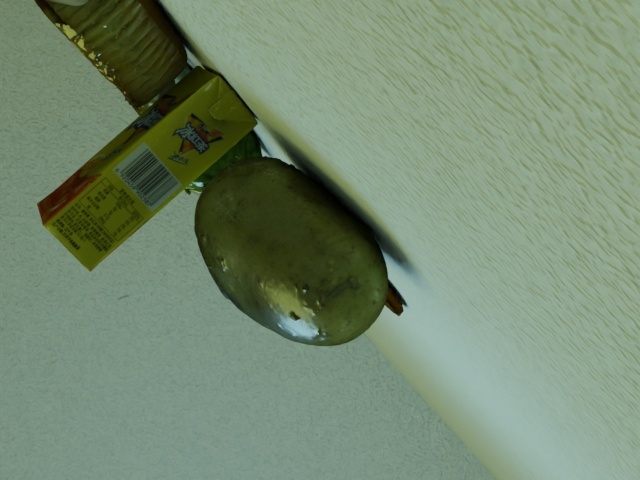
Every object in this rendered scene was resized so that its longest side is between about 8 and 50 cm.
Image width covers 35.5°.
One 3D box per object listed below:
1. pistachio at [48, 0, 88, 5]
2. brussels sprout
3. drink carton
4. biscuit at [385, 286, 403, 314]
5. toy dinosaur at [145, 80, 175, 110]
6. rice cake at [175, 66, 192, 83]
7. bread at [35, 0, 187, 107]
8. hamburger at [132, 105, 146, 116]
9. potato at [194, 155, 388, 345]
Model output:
[{"bbox_3d":[-0.359,-0.405,1.299,0.144,0.144,0.215,43,166,51],"label":"pistachio"},{"bbox_3d":[-0.173,-0.151,1.761,0.131,0.145,0.183,14,-165,37],"label":"brussels sprout"},{"bbox_3d":[-0.277,-0.122,1.583,0.111,0.351,0.154,49,176,-24],"label":"drink carton"},{"bbox_3d":[0.101,0.076,1.775,0.126,0.025,0.206,45,176,40],"label":"biscuit"},{"bbox_3d":[-0.282,-0.237,1.773,0.200,0.072,0.251,-143,46,-63],"label":"toy dinosaur"},{"bbox_3d":[-0.223,-0.260,1.889,0.085,0.040,0.226,44,174,29],"label":"rice cake"},{"bbox_3d":[-0.322,-0.336,1.558,0.227,0.142,0.253,42,176,45],"label":"bread"},{"bbox_3d":[-0.327,-0.305,1.995,0.189,0.122,0.215,51,173,-11],"label":"hamburger"},{"bbox_3d":[-0.037,0.031,1.476,0.359,0.219,0.269,41,165,42],"label":"potato"}]
